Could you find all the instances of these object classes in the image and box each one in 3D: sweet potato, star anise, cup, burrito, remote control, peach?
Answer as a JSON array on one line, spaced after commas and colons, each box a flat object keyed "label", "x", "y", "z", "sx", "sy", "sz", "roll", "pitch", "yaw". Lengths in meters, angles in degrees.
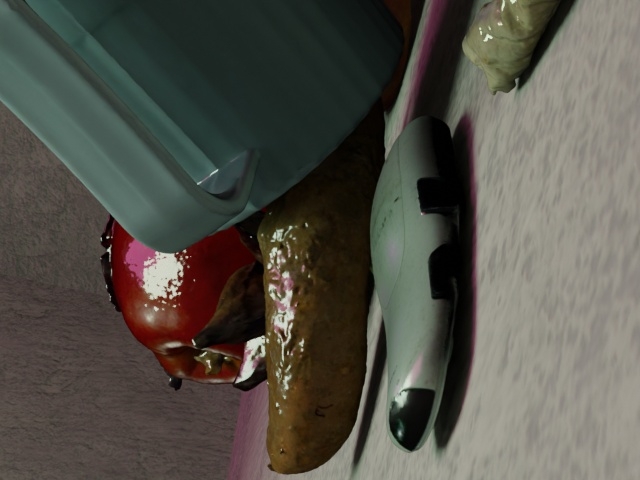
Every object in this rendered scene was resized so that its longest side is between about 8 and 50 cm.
[{"label": "sweet potato", "x": -0.001, "y": 0.001, "z": 0.955, "sx": 0.114, "sy": 0.092, "sz": 0.342, "roll": 75, "pitch": -159, "yaw": -71}, {"label": "star anise", "x": -0.001, "y": 0.022, "z": 1.081, "sx": 0.272, "sy": 0.102, "sz": 0.272, "roll": -45, "pitch": -32, "yaw": -40}, {"label": "cup", "x": -0.111, "y": -0.178, "z": 0.884, "sx": 0.257, "sy": 0.311, "sz": 0.331, "roll": -44, "pitch": 22, "yaw": -2}, {"label": "burrito", "x": 0.095, "y": -0.122, "z": 0.575, "sx": 0.185, "sy": 0.041, "sz": 0.045, "roll": 106, "pitch": 166, "yaw": -65}, {"label": "remote control", "x": 0.053, "y": 0.013, "z": 0.724, "sx": 0.256, "sy": 0.045, "sz": 0.097, "roll": -88, "pitch": 10, "yaw": -54}, {"label": "peach", "x": -0.064, "y": -0.013, "z": 1.351, "sx": 0.201, "sy": 0.257, "sz": 0.362, "roll": 5, "pitch": 64, "yaw": 49}]

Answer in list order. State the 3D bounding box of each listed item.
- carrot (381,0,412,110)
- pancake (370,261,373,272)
[{"label": "carrot", "x": -0.026, "y": -0.252, "z": 1.222, "sx": 0.258, "sy": 0.100, "sz": 0.307, "roll": -14, "pitch": 91, "yaw": 58}, {"label": "pancake", "x": 0.056, "y": -0.025, "z": 0.982, "sx": 0.108, "sy": 0.017, "sz": 0.108, "roll": -167, "pitch": 90, "yaw": -82}]
